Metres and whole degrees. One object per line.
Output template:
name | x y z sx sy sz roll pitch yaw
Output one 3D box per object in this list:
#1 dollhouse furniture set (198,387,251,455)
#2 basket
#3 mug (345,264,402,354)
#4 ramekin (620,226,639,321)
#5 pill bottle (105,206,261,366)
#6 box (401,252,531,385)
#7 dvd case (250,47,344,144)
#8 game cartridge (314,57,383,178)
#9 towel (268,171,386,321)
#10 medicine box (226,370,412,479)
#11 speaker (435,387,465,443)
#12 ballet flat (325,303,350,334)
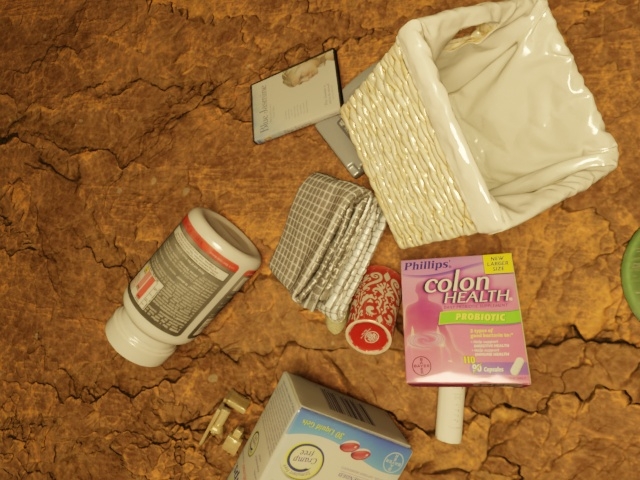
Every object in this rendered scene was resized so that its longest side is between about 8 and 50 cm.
dollhouse furniture set | -0.192 0.462 0.955 0.151 0.144 0.123 29 97 4
basket | 0.265 -0.188 0.734 0.328 0.266 0.332 -24 89 -25
mug | 0.114 0.159 0.863 0.113 0.169 0.151 4 121 13
ramekin | 0.719 0.063 0.705 0.303 0.148 0.304 -2 83 17
pill bottle | -0.331 0.115 0.990 0.210 0.210 0.363 45 97 17
box | 0.277 0.162 0.817 0.213 0.117 0.243 -5 67 17
dvd case | -0.066 -0.360 1.034 0.252 0.022 0.181 -14 70 23
game cartridge | 0.141 -0.311 0.980 0.294 0.060 0.196 -37 78 10
towel | 0.000 0.000 0.897 0.235 0.121 0.284 31 97 58
medicine box | -0.012 0.458 0.821 0.263 0.149 0.290 27 91 -17
speaker | 0.271 0.346 0.858 0.055 0.055 0.136 4 85 17
ballet flat | 0.044 0.136 0.954 0.057 0.052 0.169 16 88 18
